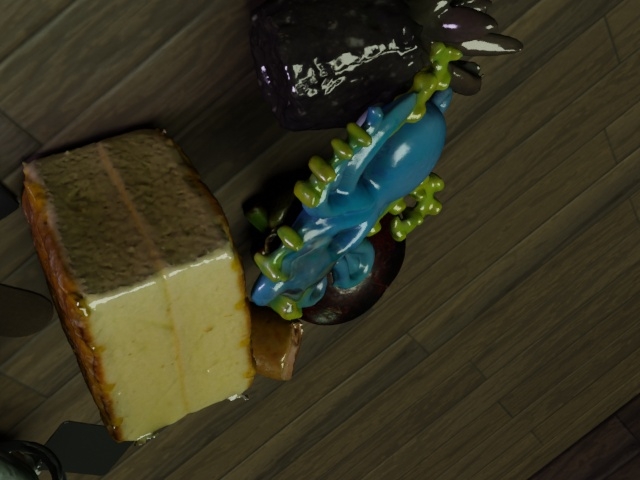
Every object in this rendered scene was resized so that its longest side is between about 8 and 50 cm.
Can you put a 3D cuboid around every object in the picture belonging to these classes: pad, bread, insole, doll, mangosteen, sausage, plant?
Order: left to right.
[{"bbox_3d":[-0.480,0.074,1.229,0.328,0.007,0.111,18,119,-46],"label":"insole"},{"bbox_3d":[-0.380,0.338,1.579,0.112,0.003,0.157,-49,140,16],"label":"pad"},{"bbox_3d":[-0.220,0.048,1.188,0.207,0.279,0.279,-20,136,-16],"label":"bread"},{"bbox_3d":[-0.160,0.129,1.368,0.271,0.108,0.108,5,140,12],"label":"sausage"},{"bbox_3d":[0.011,0.002,1.377,0.216,0.216,0.216,-20,139,-19],"label":"mangosteen"},{"bbox_3d":[0.038,-0.055,1.136,0.341,0.099,0.346,-43,159,-5],"label":"doll"},{"bbox_3d":[0.079,-0.253,1.187,0.321,0.194,0.181,-18,151,-15],"label":"plant"}]

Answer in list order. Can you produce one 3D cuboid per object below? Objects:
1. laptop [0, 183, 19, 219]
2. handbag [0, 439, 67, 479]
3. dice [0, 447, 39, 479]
[{"bbox_3d":[-0.452,-0.060,1.108,0.135,0.016,0.197,-33,141,-1],"label":"laptop"},{"bbox_3d":[-0.458,0.407,1.362,0.283,0.302,0.149,-46,143,3],"label":"handbag"},{"bbox_3d":[-0.542,0.321,1.083,0.348,0.330,0.327,36,72,-16],"label":"dice"}]
